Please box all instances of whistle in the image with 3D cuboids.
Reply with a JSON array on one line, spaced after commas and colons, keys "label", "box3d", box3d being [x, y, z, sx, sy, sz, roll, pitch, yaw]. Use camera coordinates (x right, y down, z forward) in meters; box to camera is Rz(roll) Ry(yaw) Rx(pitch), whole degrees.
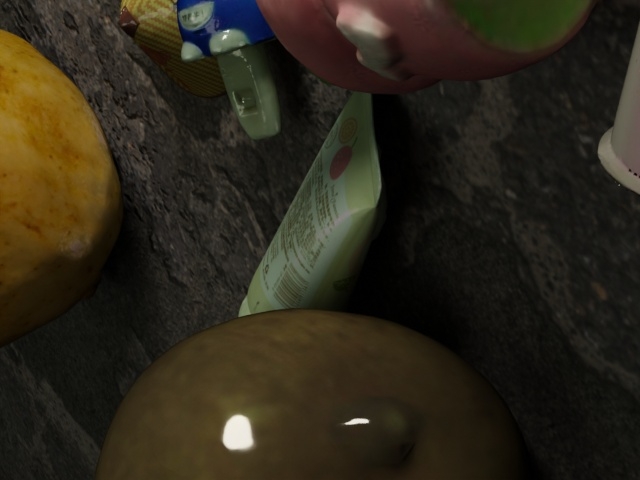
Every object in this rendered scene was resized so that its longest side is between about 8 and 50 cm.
[{"label": "whistle", "box3d": [-0.085, -0.206, 1.314, 0.110, 0.092, 0.244, -6, 103, 41]}]

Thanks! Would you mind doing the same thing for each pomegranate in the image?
[{"label": "pomegranate", "box3d": [-0.389, -0.039, 1.630, 0.410, 0.410, 0.410, 31, 133, 40]}]

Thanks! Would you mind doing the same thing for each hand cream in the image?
[{"label": "hand cream", "box3d": [0.000, 0.000, 1.324, 0.306, 0.093, 0.147, 113, 161, -48]}]

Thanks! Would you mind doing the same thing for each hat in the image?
[{"label": "hat", "box3d": [-0.157, -0.218, 1.419, 0.193, 0.082, 0.193, 29, 131, 41]}]

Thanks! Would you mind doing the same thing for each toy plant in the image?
[{"label": "toy plant", "box3d": [0.016, -0.225, 1.041, 0.317, 0.210, 0.356, 36, 174, -31]}]

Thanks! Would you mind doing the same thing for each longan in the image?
[{"label": "longan", "box3d": [-0.007, 0.214, 1.232, 0.361, 0.361, 0.361, 31, 133, 40]}]

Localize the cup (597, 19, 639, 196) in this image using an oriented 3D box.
[{"label": "cup", "box3d": [0.267, -0.167, 0.802, 0.203, 0.203, 0.288, 29, 125, 42]}]
